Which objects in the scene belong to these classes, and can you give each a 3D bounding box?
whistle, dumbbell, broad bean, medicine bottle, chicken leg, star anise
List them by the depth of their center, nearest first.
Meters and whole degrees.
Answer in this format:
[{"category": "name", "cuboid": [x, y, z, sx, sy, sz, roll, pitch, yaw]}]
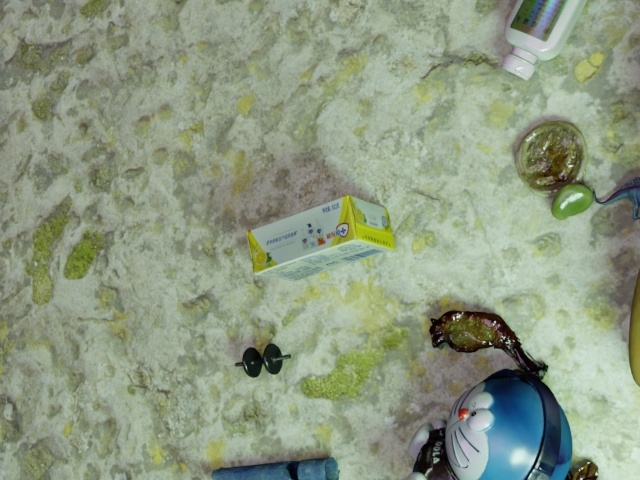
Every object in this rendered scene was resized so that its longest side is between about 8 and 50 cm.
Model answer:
[{"category": "star anise", "cuboid": [0.437, 0.473, 1.723, 0.191, 0.070, 0.097, -29, 43, 27]}, {"category": "broad bean", "cuboid": [0.467, -0.074, 1.771, 0.083, 0.045, 0.063, -34, 106, 25]}, {"category": "medicine bottle", "cuboid": [0.422, -0.418, 1.821, 0.115, 0.078, 0.219, 31, 101, 28]}, {"category": "chicken leg", "cuboid": [0.324, 0.193, 1.830, 0.253, 0.051, 0.105, 21, 101, 30]}, {"category": "whistle", "cuboid": [-0.102, 0.510, 2.046, 0.304, 0.062, 0.062, -13, 78, 30]}, {"category": "dumbbell", "cuboid": [-0.127, 0.264, 2.084, 0.147, 0.069, 0.069, -12, 78, 30]}]

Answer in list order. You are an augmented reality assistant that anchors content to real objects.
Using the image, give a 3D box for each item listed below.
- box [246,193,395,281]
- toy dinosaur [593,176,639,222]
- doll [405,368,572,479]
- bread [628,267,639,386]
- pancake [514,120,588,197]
[{"category": "box", "cuboid": [0.000, 0.000, 1.983, 0.265, 0.168, 0.097, -20, 72, 30]}, {"category": "toy dinosaur", "cuboid": [0.581, -0.074, 1.705, 0.197, 0.045, 0.080, -1, 83, 43]}, {"category": "doll", "cuboid": [0.310, 0.381, 1.716, 0.310, 0.240, 0.284, -51, 24, 32]}, {"category": "bread", "cuboid": [0.692, 0.118, 1.498, 0.376, 0.253, 0.347, 15, 89, 30]}, {"category": "pancake", "cuboid": [0.442, -0.156, 1.811, 0.152, 0.025, 0.151, -5, 80, 31]}]
